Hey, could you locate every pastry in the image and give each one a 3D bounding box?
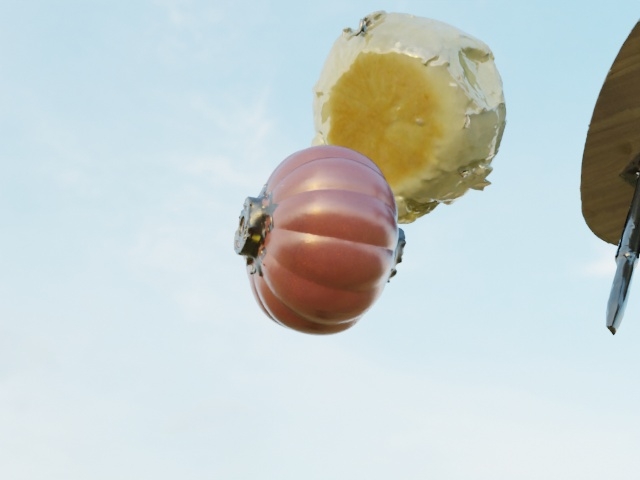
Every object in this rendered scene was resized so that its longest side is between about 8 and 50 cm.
[{"bbox_3d":[0.066,-0.097,0.772,0.166,0.165,0.088,-27,-7,38],"label":"pastry"}]

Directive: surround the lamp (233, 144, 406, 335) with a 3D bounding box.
[{"bbox_3d":[0.000,0.000,0.549,0.092,0.107,0.107,9,-32,-19],"label":"lamp"}]

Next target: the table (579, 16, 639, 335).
[{"bbox_3d":[0.364,-0.076,0.855,0.317,0.249,0.317,7,-64,15],"label":"table"}]
